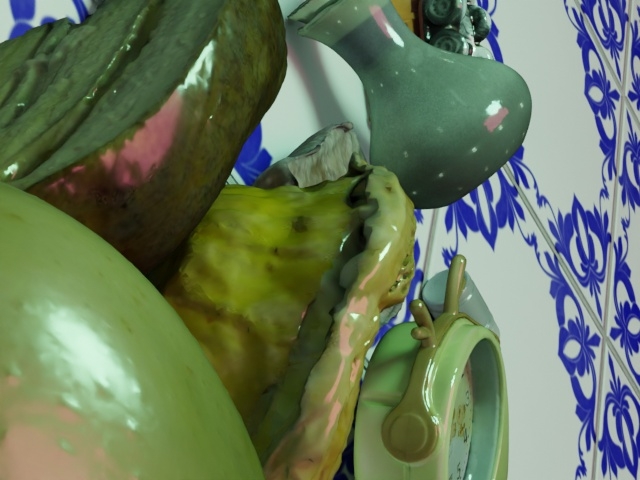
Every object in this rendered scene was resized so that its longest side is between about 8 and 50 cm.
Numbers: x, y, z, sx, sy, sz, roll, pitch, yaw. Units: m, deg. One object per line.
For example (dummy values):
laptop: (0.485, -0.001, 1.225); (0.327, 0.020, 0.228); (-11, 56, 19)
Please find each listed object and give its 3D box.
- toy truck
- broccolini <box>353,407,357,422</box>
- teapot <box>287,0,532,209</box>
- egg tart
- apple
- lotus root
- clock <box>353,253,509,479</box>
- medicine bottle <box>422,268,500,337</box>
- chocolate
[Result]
toy truck: (0.109, -0.259, 1.859); (0.114, 0.135, 0.270); (14, 70, -63)
broccolini: (0.085, 0.165, 1.729); (0.218, 0.044, 0.042); (5, 90, -57)
teapot: (0.085, -0.161, 1.695); (0.251, 0.183, 0.183); (50, 32, -8)
egg tart: (-0.079, 0.095, 1.142); (0.169, 0.388, 0.388); (31, 43, -12)
apple: (-0.199, 0.145, 0.836); (0.357, 0.357, 0.357); (36, 48, -53)
lotus root: (-0.152, -0.037, 1.056); (0.260, 0.267, 0.149); (-78, 146, -57)
clock: (0.106, 0.174, 1.605); (0.235, 0.096, 0.308); (-43, 134, -59)
medicine bottle: (0.156, 0.081, 1.866); (0.091, 0.058, 0.058); (58, 32, -32)
chocolate: (0.000, 0.000, 1.552); (0.185, 0.100, 0.303); (67, 19, -5)
